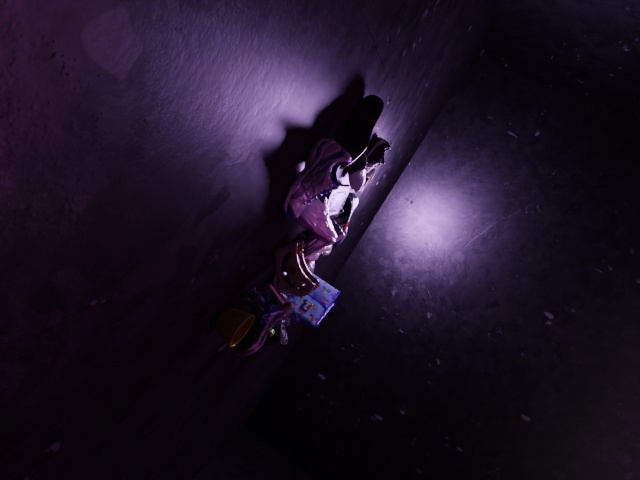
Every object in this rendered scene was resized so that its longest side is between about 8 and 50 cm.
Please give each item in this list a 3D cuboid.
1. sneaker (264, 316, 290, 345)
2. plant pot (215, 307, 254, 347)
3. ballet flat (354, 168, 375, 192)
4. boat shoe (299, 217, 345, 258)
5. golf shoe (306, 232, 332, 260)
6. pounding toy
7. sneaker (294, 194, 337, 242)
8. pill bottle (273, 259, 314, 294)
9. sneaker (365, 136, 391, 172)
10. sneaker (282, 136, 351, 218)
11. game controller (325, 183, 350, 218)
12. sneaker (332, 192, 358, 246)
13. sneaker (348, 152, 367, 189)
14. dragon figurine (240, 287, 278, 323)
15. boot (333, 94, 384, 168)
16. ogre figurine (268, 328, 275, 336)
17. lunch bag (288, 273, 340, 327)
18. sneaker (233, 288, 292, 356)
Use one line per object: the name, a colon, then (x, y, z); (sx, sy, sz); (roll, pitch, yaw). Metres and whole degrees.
sneaker: (-0.235, 0.445, 2.167); (0.130, 0.109, 0.286); (-17, -160, 10)
plant pot: (-0.310, 0.291, 1.454); (0.134, 0.095, 0.134); (-53, 169, -15)
ballet flat: (0.231, -0.319, 2.165); (0.168, 0.057, 0.052); (-59, 159, 11)
boat shoe: (-0.049, 0.009, 1.733); (0.319, 0.099, 0.116); (-28, -172, -20)
golf shoe: (0.000, 0.000, 1.932); (0.140, 0.115, 0.306); (-65, 168, 20)
pounding toy: (-0.100, 0.137, 1.565); (0.155, 0.154, 0.269); (-20, 107, -72)
sneaker: (0.007, -0.085, 1.573); (0.152, 0.114, 0.305); (-62, 150, -9)
pill bottle: (-0.109, 0.146, 1.846); (0.215, 0.117, 0.117); (-41, 160, -55)
sneaker: (0.259, -0.385, 1.987); (0.235, 0.097, 0.084); (-58, 168, 8)
sneaker: (-0.014, -0.178, 1.330); (0.296, 0.131, 0.112); (-59, 170, 20)
game controller: (0.061, -0.170, 1.825); (0.166, 0.067, 0.319); (-60, 169, 16)
sneaker: (0.090, -0.098, 2.072); (0.121, 0.108, 0.302); (-28, 141, -66)
sneaker: (0.163, -0.322, 1.845); (0.237, 0.085, 0.086); (88, 3, -61)
dragon figurine: (-0.223, 0.267, 1.596); (0.085, 0.144, 0.289); (-41, 164, -14)
boot: (0.123, -0.366, 1.475); (0.305, 0.112, 0.115); (-56, 180, -13)
ogre figurine: (-0.260, 0.412, 2.024); (0.197, 0.097, 0.118); (-27, -166, 22)
lunch bag: (-0.063, 0.359, 2.362); (0.293, 0.221, 0.138); (-48, 165, -40)
sneaker: (-0.272, 0.358, 1.838); (0.341, 0.125, 0.140); (-47, 138, -29)
